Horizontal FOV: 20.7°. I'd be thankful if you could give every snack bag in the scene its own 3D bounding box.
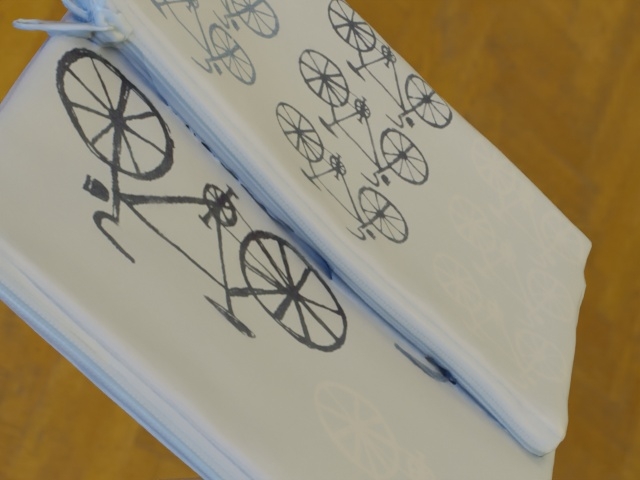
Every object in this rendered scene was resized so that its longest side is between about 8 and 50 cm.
[{"bbox_3d":[0.000,0.000,0.771,0.323,0.037,0.342,44,32,-15],"label":"snack bag"}]

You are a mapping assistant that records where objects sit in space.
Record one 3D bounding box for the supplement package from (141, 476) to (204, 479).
[{"bbox_3d":[-0.071,0.195,0.825,0.194,0.203,0.149,-3,88,-4],"label":"supplement package"}]
